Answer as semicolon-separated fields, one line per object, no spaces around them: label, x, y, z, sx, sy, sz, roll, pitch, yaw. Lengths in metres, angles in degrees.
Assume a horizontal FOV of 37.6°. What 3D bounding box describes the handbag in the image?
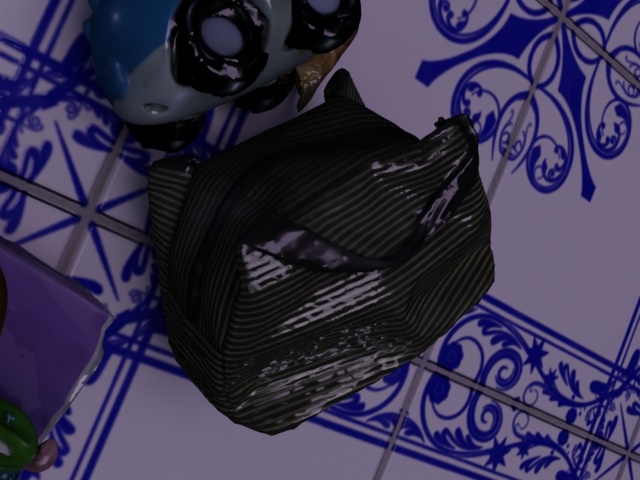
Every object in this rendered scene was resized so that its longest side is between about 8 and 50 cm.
handbag;0.000;0.000;0.911;0.341;0.247;0.240;-30;128;-24

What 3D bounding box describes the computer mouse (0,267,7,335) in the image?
computer mouse;-0.340;0.115;0.625;0.158;0.072;0.310;39;83;-33

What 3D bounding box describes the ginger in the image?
ginger;0.001;-0.202;1.015;0.137;0.044;0.057;-54;168;-13

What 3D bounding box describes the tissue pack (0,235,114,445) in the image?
tissue pack;-0.364;0.068;0.734;0.338;0.160;0.242;37;81;-34

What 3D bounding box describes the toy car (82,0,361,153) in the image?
toy car;-0.101;-0.211;0.867;0.255;0.188;0.190;-29;88;-32

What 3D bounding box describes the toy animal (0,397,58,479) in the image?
toy animal;-0.281;0.215;0.681;0.208;0.103;0.100;-45;116;-1
